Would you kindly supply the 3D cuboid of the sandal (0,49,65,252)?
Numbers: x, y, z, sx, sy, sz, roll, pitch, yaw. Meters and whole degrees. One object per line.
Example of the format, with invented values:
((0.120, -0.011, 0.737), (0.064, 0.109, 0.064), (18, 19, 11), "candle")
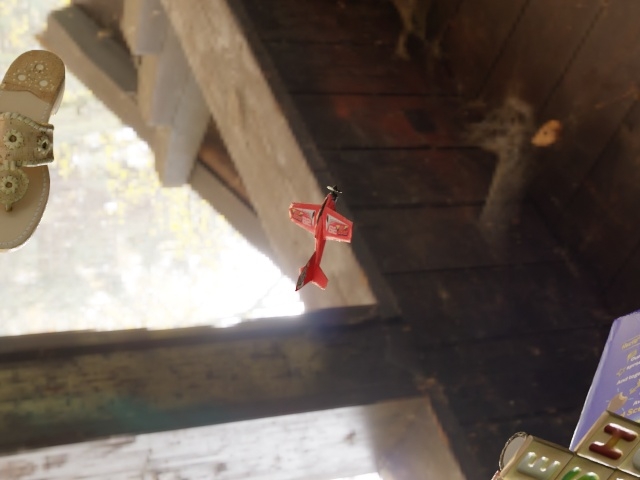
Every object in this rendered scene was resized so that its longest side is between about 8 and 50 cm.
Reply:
((-0.300, -0.110, 1.113), (0.079, 0.088, 0.240), (108, -11, -56), "sandal")

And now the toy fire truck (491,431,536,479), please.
((0.262, 0.377, 1.281), (0.246, 0.159, 0.217), (-61, -161, 3), "toy fire truck")

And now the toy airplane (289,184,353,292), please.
((0.000, 0.000, 1.498), (0.151, 0.028, 0.151), (-24, -121, 47), "toy airplane")

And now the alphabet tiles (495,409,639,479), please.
((0.190, 0.234, 0.860), (0.237, 0.198, 0.009), (-57, -154, 20), "alphabet tiles")

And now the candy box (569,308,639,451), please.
((0.381, 0.169, 1.087), (0.122, 0.317, 0.268), (44, -43, -12), "candy box")
